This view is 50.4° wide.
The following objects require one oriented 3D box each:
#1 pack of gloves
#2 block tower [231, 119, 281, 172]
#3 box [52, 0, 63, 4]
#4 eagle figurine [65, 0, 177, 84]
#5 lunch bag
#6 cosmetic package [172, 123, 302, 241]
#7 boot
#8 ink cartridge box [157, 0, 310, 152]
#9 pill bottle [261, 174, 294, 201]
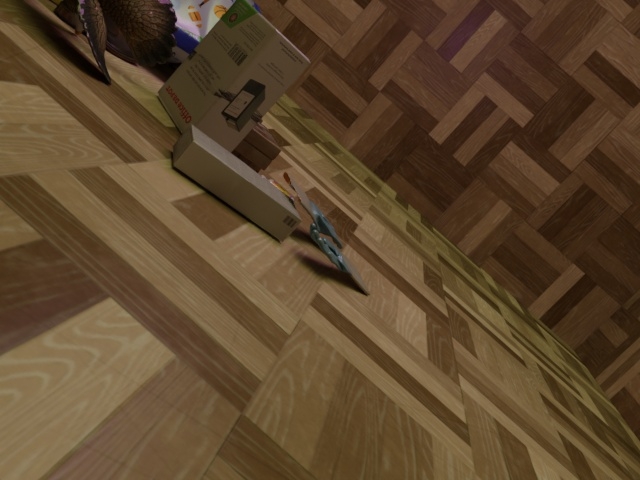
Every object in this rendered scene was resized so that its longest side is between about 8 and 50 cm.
[{"bbox_3d":[0.000,0.000,1.316,0.232,0.046,0.195,46,15,-55],"label":"pack of gloves"},{"bbox_3d":[-0.187,-0.259,1.558,0.097,0.091,0.335,36,13,-30],"label":"block tower"},{"bbox_3d":[-0.585,-0.561,1.451,0.232,0.058,0.087,31,16,-38],"label":"box"},{"bbox_3d":[-0.429,-0.457,1.283,0.298,0.226,0.225,38,-9,6],"label":"eagle figurine"},{"bbox_3d":[-0.314,-0.541,1.733,0.328,0.239,0.385,26,28,-34],"label":"lunch bag"},{"bbox_3d":[-0.146,-0.098,1.189,0.239,0.060,0.099,36,15,-26],"label":"cosmetic package"},{"bbox_3d":[-0.443,-0.468,1.453,0.219,0.106,0.082,26,20,-51],"label":"boot"},{"bbox_3d":[-0.183,-0.332,1.393,0.115,0.273,0.198,33,15,-46],"label":"ink cartridge box"},{"bbox_3d":[-0.096,-0.094,1.373,0.083,0.043,0.043,42,12,3],"label":"pill bottle"}]
